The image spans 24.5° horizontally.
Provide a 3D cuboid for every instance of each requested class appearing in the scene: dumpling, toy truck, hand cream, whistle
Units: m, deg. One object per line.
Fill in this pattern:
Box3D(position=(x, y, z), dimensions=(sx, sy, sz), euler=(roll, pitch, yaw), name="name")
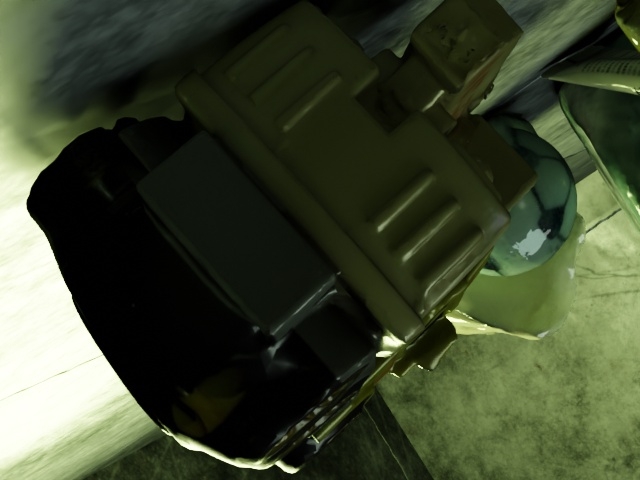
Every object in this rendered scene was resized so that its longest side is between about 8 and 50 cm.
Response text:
Box3D(position=(0.170, -0.013, 1.708), dimensions=(0.187, 0.318, 0.243), euler=(18, 97, -36), name="dumpling")
Box3D(position=(0.000, 0.000, 0.833), dimensions=(0.254, 0.180, 0.405), euler=(-39, 171, -5), name="toy truck")
Box3D(position=(0.302, -0.149, 1.319), dimensions=(0.080, 0.050, 0.234), euler=(-28, -154, -27), name="hand cream")
Box3D(position=(0.191, -0.043, 1.514), dimensions=(0.163, 0.163, 0.289), euler=(-34, 173, 17), name="whistle")

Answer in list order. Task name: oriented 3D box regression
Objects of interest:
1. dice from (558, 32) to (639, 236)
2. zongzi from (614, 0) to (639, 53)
Box3D(position=(0.470, -0.110, 1.558), dimensions=(0.328, 0.330, 0.348), euler=(-33, 173, 8), name="dice")
Box3D(position=(0.401, -0.239, 1.171), dimensions=(0.274, 0.125, 0.251), euler=(-32, -177, -38), name="zongzi")
